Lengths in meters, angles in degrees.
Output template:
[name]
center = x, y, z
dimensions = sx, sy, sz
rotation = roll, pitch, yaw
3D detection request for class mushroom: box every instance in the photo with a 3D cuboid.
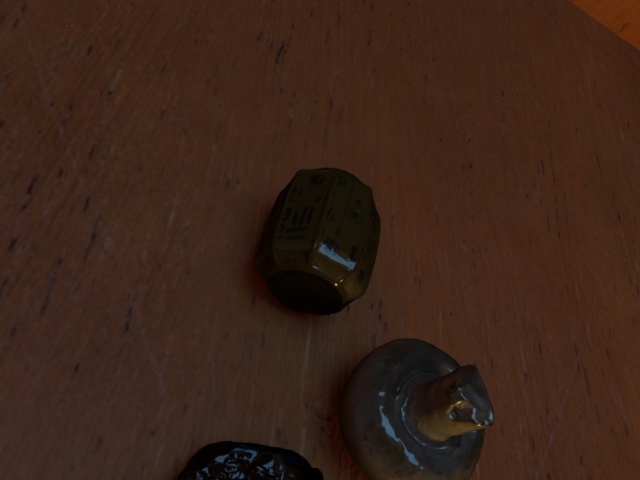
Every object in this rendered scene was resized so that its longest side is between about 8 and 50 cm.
[mushroom]
center = 0.134, 0.218, 0.744
dimensions = 0.204, 0.204, 0.204
rotation = 17, 55, -26

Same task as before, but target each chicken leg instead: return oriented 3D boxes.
[chicken leg]
center = -0.108, 0.275, 0.644
dimensions = 0.253, 0.051, 0.105
rotation = 0, 69, -32

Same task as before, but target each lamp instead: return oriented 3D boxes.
[lamp]
center = 0.000, 0.000, 0.814
dimensions = 0.161, 0.161, 0.185
rotation = 31, 50, -16
